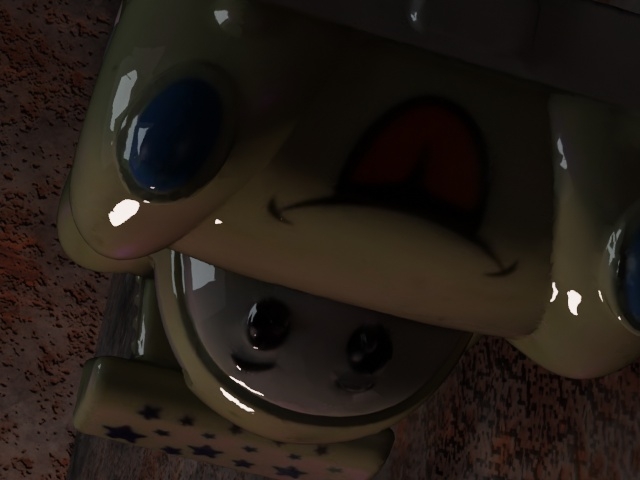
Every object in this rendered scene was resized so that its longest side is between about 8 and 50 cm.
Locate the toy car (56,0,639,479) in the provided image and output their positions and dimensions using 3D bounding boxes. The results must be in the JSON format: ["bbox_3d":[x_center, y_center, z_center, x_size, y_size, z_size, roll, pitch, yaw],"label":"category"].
[{"bbox_3d":[0.000,0.000,0.729,0.336,0.242,0.226,166,119,-78],"label":"toy car"}]
